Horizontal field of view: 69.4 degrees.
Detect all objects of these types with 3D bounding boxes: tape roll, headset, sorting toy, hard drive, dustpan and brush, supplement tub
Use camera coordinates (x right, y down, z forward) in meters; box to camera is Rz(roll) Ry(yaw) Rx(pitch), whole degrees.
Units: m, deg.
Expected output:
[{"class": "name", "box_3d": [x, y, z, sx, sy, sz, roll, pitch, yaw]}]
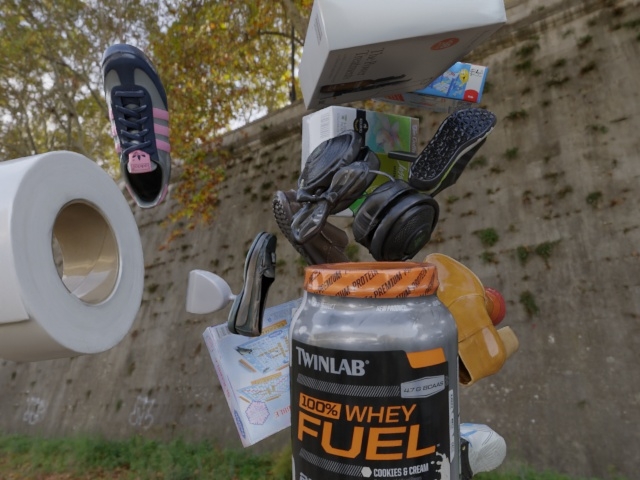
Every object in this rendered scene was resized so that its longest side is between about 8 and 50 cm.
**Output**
[{"class": "tape roll", "box_3d": [-0.365, 0.023, 0.644, 0.100, 0.285, 0.286, -9, -21, 7]}, {"class": "headset", "box_3d": [0.053, -0.050, 0.730, 0.243, 0.185, 0.394, 42, 2, 8]}, {"class": "sorting toy", "box_3d": [0.336, 0.202, 1.345, 0.366, 0.126, 0.126, -10, -15, 29]}, {"class": "hard drive", "box_3d": [0.277, -0.243, 1.357, 0.135, 0.022, 0.094, 16, 19, 28]}, {"class": "dustpan and brush", "box_3d": [-0.312, 0.178, 1.459, 0.212, 0.147, 0.060, 14, 15, 12]}, {"class": "supplement tub", "box_3d": [0.061, 0.184, 0.532, 0.194, 0.315, 0.193, -2, 0, 0]}]

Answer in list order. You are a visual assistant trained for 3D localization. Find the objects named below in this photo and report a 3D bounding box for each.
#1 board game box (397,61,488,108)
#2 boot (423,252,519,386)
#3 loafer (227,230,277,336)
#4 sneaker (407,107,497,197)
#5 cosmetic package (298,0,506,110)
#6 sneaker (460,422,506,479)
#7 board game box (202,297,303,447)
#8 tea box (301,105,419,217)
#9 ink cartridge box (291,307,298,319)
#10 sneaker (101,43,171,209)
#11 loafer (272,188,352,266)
[{"class": "board game box", "box_3d": [0.271, -0.413, 1.234, 0.302, 0.086, 0.308, 14, 12, 12]}, {"class": "boot", "box_3d": [0.264, 0.147, 0.958, 0.211, 0.295, 0.104, -7, -41, -41]}, {"class": "loafer", "box_3d": [-0.144, 0.109, 1.144, 0.084, 0.267, 0.096, 10, -15, 24]}, {"class": "sneaker", "box_3d": [0.252, -0.165, 0.911, 0.235, 0.084, 0.097, -43, -31, -11]}, {"class": "cosmetic package", "box_3d": [0.117, -0.353, 0.868, 0.285, 0.097, 0.377, -14, 4, -6]}, {"class": "sneaker", "box_3d": [0.224, 0.348, 0.766, 0.086, 0.085, 0.237, 6, -9, 45]}, {"class": "board game box", "box_3d": [-0.119, 0.348, 1.282, 0.319, 0.317, 0.066, -13, -21, -34]}, {"class": "tea box", "box_3d": [0.124, -0.237, 1.503, 0.324, 0.328, 0.220, -1, 4, -28]}, {"class": "ink cartridge box", "box_3d": [-0.012, 0.154, 0.881, 0.084, 0.048, 0.028, 2, 4, -13]}, {"class": "sneaker", "box_3d": [-0.344, -0.202, 0.889, 0.112, 0.131, 0.318, -8, -45, -10]}, {"class": "loafer", "box_3d": [0.000, 0.000, 1.248, 0.365, 0.130, 0.134, 57, -14, -26]}]
